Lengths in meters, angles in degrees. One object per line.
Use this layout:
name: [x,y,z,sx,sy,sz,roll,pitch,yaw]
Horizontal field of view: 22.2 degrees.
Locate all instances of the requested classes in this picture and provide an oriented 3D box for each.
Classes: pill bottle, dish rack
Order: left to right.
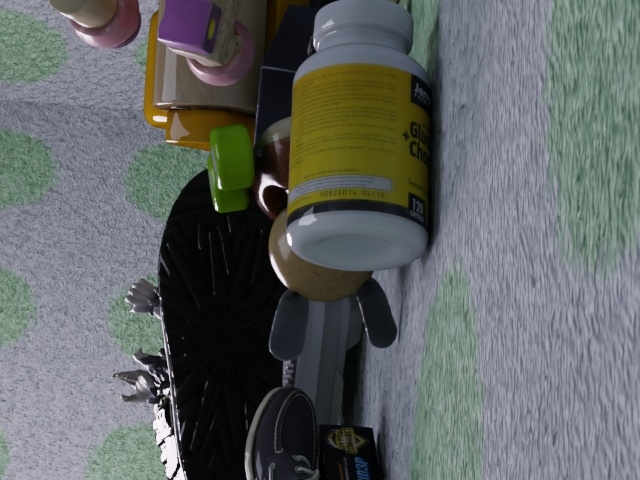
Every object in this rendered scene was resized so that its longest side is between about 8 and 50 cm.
dish rack: [-0.006,0.090,1.704,0.333,0.072,0.286,-94,9,-59]
pill bottle: [0.029,-0.078,1.184,0.103,0.103,0.184,106,167,-70]

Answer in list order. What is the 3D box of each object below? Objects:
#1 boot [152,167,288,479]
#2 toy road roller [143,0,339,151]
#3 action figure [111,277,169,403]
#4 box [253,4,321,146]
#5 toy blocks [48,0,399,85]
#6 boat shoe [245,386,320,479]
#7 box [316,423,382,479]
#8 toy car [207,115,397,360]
boot: [-0.100,0.112,1.626,0.260,0.131,0.348,127,146,-80]
toy road roller: [-0.121,-0.196,1.839,0.329,0.240,0.203,7,-94,-62]
action figure: [-0.186,0.138,2.015,0.276,0.141,0.164,-63,-9,-78]
box: [-0.009,-0.130,1.631,0.156,0.093,0.158,-73,-8,-58]
toy blocks: [-0.052,-0.272,1.498,0.260,0.309,0.289,20,-92,-81]
boat shoe: [-0.018,0.206,1.300,0.065,0.075,0.206,-21,47,35]
box: [0.018,0.289,1.345,0.175,0.051,0.220,-98,12,-67]
toy car: [0.000,0.000,1.309,0.149,0.155,0.188,113,148,-77]
